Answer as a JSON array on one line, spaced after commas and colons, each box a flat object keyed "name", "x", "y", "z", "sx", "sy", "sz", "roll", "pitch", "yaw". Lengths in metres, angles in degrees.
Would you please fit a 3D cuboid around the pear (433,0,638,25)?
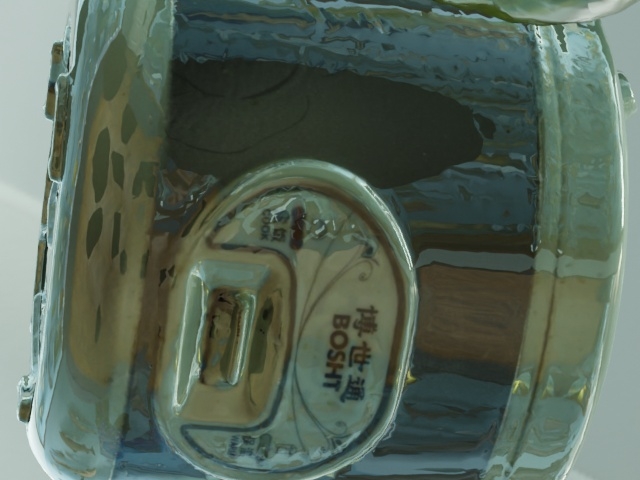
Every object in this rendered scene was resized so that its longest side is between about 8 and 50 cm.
[{"name": "pear", "x": 0.072, "y": -0.192, "z": 0.511, "sx": 0.212, "sy": 0.212, "sz": 0.269, "roll": 2, "pitch": -117, "yaw": 34}]

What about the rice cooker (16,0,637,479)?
[{"name": "rice cooker", "x": 0.003, "y": 0.001, "z": 0.804, "sx": 0.277, "sy": 0.288, "sz": 0.288, "roll": 7, "pitch": -82, "yaw": -11}]
